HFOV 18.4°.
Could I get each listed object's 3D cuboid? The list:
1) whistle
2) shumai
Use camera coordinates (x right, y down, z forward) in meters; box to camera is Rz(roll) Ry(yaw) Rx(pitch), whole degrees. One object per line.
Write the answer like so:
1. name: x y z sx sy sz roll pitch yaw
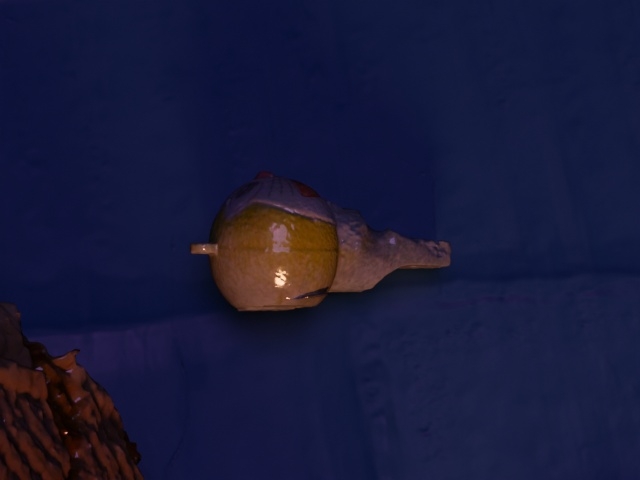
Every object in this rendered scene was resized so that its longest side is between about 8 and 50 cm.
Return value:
1. whistle: 0.000 0.000 1.621 0.223 0.123 0.123 -1 65 -21
2. shumai: -0.286 0.216 1.436 0.283 0.346 0.217 -19 39 24
